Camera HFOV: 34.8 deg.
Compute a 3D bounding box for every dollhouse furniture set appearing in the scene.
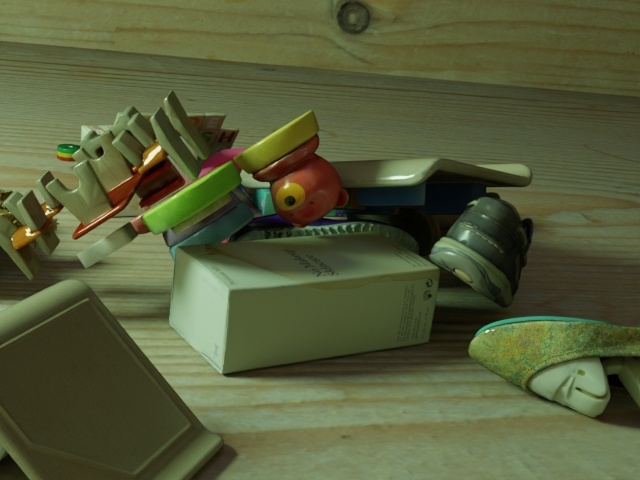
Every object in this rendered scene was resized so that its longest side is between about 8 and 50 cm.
[{"bbox_3d":[-0.257,-0.070,1.315,0.262,0.135,0.259,-30,18,14],"label":"dollhouse furniture set"}]

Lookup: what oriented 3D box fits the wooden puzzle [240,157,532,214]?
[{"bbox_3d":[0.105,-0.076,1.524,0.322,0.080,0.348,0,3,35],"label":"wooden puzzle"}]

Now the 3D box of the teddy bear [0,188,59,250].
[{"bbox_3d":[-0.503,-0.013,1.426,0.245,0.113,0.338,1,11,-35],"label":"teddy bear"}]

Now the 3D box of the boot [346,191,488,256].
[{"bbox_3d":[0.215,-0.045,1.785,0.270,0.089,0.236,-4,22,-34],"label":"boot"}]

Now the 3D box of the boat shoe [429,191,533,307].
[{"bbox_3d":[0.245,0.010,1.433,0.132,0.130,0.355,35,4,8],"label":"boat shoe"}]

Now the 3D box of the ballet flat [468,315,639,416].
[{"bbox_3d":[0.355,0.157,1.215,0.349,0.123,0.123,2,19,-8],"label":"ballet flat"}]

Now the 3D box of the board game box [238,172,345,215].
[{"bbox_3d":[-0.061,-0.100,1.907,0.160,0.047,0.210,0,21,-22],"label":"board game box"}]

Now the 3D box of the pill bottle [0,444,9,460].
[{"bbox_3d":[-0.298,0.148,0.995,0.094,0.094,0.169,13,19,18],"label":"pill bottle"}]

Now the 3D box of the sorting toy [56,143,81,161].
[{"bbox_3d":[-0.363,-0.159,1.974,0.275,0.046,0.132,5,18,-6],"label":"sorting toy"}]

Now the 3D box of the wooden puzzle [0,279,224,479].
[{"bbox_3d":[-0.224,0.155,0.953,0.238,0.044,0.221,46,25,4],"label":"wooden puzzle"}]

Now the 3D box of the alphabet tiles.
[{"bbox_3d":[-0.270,-0.160,1.822,0.237,0.198,0.009,-3,56,-29],"label":"alphabet tiles"}]

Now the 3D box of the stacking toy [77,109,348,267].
[{"bbox_3d":[-0.133,-0.020,1.331,0.309,0.130,0.279,-26,9,39],"label":"stacking toy"}]

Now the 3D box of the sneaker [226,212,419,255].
[{"bbox_3d":[0.000,-0.001,1.545,0.293,0.102,0.146,3,18,-13],"label":"sneaker"}]

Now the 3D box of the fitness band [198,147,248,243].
[{"bbox_3d":[-0.108,-0.076,1.719,0.209,0.054,0.291,4,32,-3],"label":"fitness band"}]

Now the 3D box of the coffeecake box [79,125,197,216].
[{"bbox_3d":[-0.307,-0.118,1.719,0.185,0.142,0.068,-4,21,-30],"label":"coffeecake box"}]

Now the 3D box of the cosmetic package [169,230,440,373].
[{"bbox_3d":[-0.019,0.071,1.308,0.309,0.113,0.160,-4,21,-33],"label":"cosmetic package"}]
